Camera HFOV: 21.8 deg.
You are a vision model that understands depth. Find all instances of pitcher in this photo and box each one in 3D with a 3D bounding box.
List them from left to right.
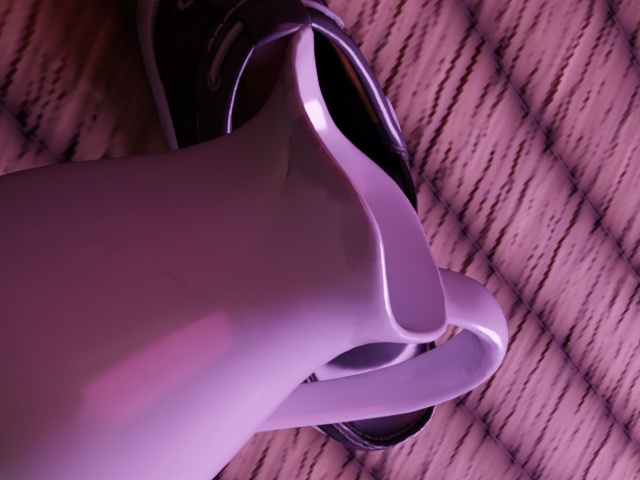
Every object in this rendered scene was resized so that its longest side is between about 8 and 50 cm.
[{"bbox_3d":[-0.052,0.041,0.538,0.207,0.125,0.178,-27,140,15],"label":"pitcher"}]

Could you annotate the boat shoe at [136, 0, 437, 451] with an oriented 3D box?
[{"bbox_3d":[0.000,0.000,0.606,0.084,0.079,0.233,-32,129,-16],"label":"boat shoe"}]
